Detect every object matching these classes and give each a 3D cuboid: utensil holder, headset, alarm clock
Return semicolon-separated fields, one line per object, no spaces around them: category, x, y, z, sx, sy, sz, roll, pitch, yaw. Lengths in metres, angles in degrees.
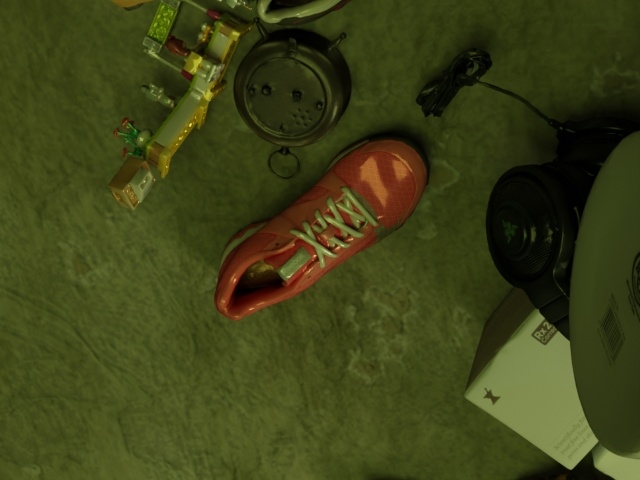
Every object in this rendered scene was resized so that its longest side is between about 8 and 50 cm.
utensil holder;0.465;0.060;1.474;0.385;0.327;0.328;5;117;-12
headset;0.261;-0.037;1.711;0.394;0.243;0.185;54;143;2
alarm clock;-0.035;-0.153;1.809;0.129;0.064;0.192;11;120;9

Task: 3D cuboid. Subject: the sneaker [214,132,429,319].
sneaker;0.000;0.001;1.826;0.314;0.136;0.116;-37;102;25

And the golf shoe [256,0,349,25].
golf shoe;0.050;-0.306;1.687;0.273;0.120;0.105;-32;101;23

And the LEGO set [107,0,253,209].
LEGO set;-0.178;-0.180;1.792;0.107;0.132;0.287;30;96;5

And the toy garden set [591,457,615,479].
toy garden set;0.438;0.295;1.899;0.203;0.049;0.244;-16;109;20

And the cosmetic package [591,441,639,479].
cosmetic package;0.526;0.173;1.759;0.284;0.097;0.377;35;105;-1

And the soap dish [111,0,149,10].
soap dish;-0.100;-0.356;1.649;0.290;0.229;0.118;-10;126;18

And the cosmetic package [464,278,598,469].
cosmetic package;0.274;0.125;1.787;0.151;0.184;0.151;34;118;-3

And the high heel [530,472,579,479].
high heel;0.177;0.322;1.947;0.186;0.093;0.261;37;126;-11
